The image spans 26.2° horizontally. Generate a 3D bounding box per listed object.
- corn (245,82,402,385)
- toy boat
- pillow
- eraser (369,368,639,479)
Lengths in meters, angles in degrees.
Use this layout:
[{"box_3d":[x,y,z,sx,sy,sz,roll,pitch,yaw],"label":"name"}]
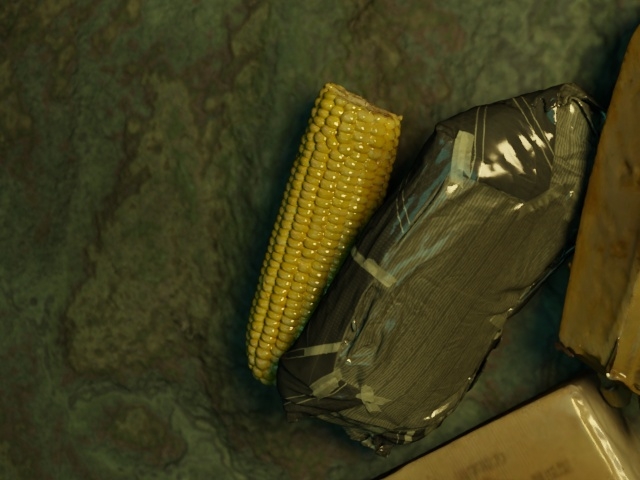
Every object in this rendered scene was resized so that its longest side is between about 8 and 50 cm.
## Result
[{"box_3d":[0.000,0.000,1.093,0.081,0.081,0.248,24,108,21],"label":"corn"},{"box_3d":[0.245,-0.018,0.956,0.089,0.115,0.310,26,109,60],"label":"toy boat"},{"box_3d":[0.096,0.025,1.028,0.335,0.161,0.092,-57,33,20],"label":"pillow"},{"box_3d":[0.100,0.237,1.083,0.343,0.078,0.144,-31,84,27],"label":"eraser"}]
